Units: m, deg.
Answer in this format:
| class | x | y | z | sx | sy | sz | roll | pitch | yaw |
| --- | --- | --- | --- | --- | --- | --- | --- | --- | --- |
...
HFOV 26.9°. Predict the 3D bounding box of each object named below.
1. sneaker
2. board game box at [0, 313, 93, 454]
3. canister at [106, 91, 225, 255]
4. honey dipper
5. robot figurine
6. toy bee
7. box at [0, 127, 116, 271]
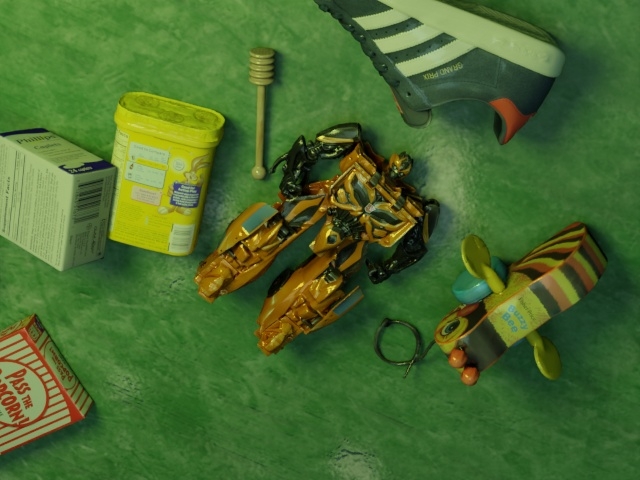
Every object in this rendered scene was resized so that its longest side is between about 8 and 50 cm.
| class | x | y | z | sx | sy | sz | roll | pitch | yaw |
| --- | --- | --- | --- | --- | --- | --- | --- | --- | --- |
| sneaker | 0.084 | -0.210 | 1.457 | 0.350 | 0.131 | 0.148 | 23 | 110 | -3 |
| board game box | -0.417 | 0.198 | 1.746 | 0.193 | 0.045 | 0.147 | -25 | 108 | 17 |
| canister | -0.190 | -0.077 | 1.583 | 0.126 | 0.073 | 0.170 | 15 | 116 | 1 |
| honey dipper | -0.071 | -0.145 | 1.564 | 0.030 | 0.030 | 0.161 | 6 | 118 | 5 |
| robot figurine | 0.000 | 0.000 | 1.584 | 0.211 | 0.085 | 0.291 | 42 | 112 | -16 |
| toy bee | 0.205 | 0.105 | 1.564 | 0.195 | 0.162 | 0.298 | 32 | 113 | -9 |
| box | -0.318 | -0.051 | 1.579 | 0.137 | 0.072 | 0.126 | 27 | 118 | 30 |
